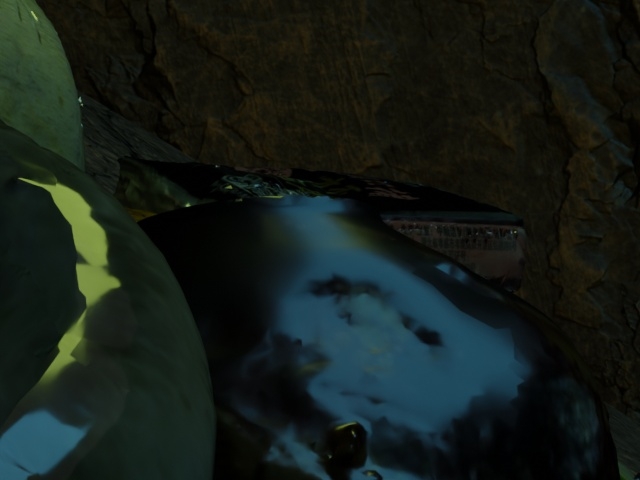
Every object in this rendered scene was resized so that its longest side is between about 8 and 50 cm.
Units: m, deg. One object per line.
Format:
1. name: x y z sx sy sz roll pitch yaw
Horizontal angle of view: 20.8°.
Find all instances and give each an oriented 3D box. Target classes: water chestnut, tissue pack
1. water chestnut: -0.031 0.169 0.797 0.335 0.347 0.335 6 -28 3
2. tissue pack: 0.000 0.000 1.600 0.332 0.123 0.245 2 11 -40

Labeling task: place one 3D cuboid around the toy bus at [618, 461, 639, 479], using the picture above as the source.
1. toy bus: 0.127 0.200 1.578 0.305 0.143 0.179 33 9 8

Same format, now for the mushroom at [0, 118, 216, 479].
1. mushroom: -0.212 0.040 0.557 0.362 0.294 0.362 8 32 -5

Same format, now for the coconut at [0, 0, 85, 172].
1. coconut: -0.291 -0.043 0.942 0.254 0.297 0.297 26 9 -48

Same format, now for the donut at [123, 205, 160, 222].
1. donut: -0.246 0.002 1.357 0.277 0.108 0.277 16 9 -3
